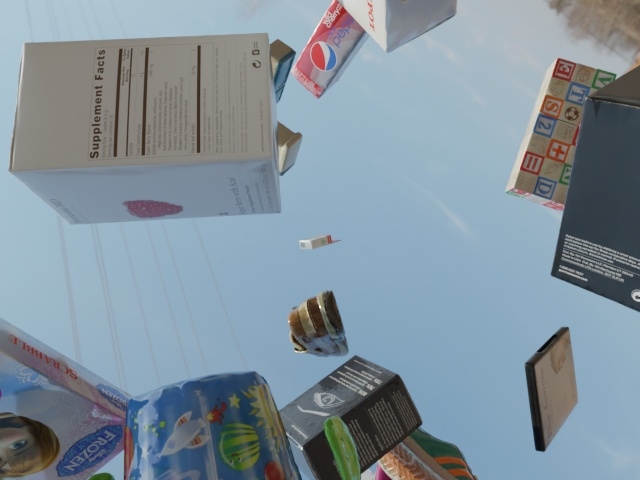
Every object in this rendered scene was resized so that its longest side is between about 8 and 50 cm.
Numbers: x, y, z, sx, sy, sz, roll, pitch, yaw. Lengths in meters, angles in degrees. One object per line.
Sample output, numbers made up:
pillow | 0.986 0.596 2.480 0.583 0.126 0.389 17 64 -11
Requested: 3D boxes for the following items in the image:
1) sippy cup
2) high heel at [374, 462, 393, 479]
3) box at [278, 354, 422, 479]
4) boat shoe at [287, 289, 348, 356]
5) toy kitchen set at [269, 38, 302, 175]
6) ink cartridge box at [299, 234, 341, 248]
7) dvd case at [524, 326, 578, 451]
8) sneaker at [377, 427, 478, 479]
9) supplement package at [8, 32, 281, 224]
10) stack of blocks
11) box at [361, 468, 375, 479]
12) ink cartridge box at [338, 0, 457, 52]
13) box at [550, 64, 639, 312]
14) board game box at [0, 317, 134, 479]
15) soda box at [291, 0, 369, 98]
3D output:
sippy cup | -0.123 0.274 0.677 0.305 0.240 0.224 -8 -107 -16
high heel | 0.158 0.441 1.131 0.244 0.117 0.082 -113 -2 -53
box | 0.040 0.309 1.016 0.207 0.153 0.108 -32 -74 -20
boat shoe | -0.011 0.194 1.311 0.120 0.324 0.122 -17 -114 -2
toy kitchen set | -0.077 -0.210 1.004 0.166 0.122 0.207 36 -129 5
ink cartridge box | 0.000 0.000 1.793 0.115 0.063 0.029 -17 -79 -36
dvd case | 0.487 0.301 1.240 0.253 0.022 0.180 -16 -81 -51
sneaker | 0.235 0.427 1.033 0.121 0.108 0.302 -9 -139 -46
supplement package | -0.202 -0.134 0.756 0.293 0.177 0.175 -3 -108 -1
stack of blocks | 0.536 -0.220 1.284 0.171 0.297 0.087 19 179 6
box | 0.063 0.692 1.364 0.231 0.127 0.262 -24 -84 -18
ink cartridge box | 0.041 -0.321 0.585 0.093 0.160 0.219 -30 -118 -8
box | 0.342 -0.077 0.578 0.103 0.184 0.261 28 -138 36
board game box | -0.461 0.264 0.787 0.318 0.319 0.066 47 -175 -37
soda box | 0.044 -0.401 1.143 0.083 0.263 0.092 41 -130 -3
